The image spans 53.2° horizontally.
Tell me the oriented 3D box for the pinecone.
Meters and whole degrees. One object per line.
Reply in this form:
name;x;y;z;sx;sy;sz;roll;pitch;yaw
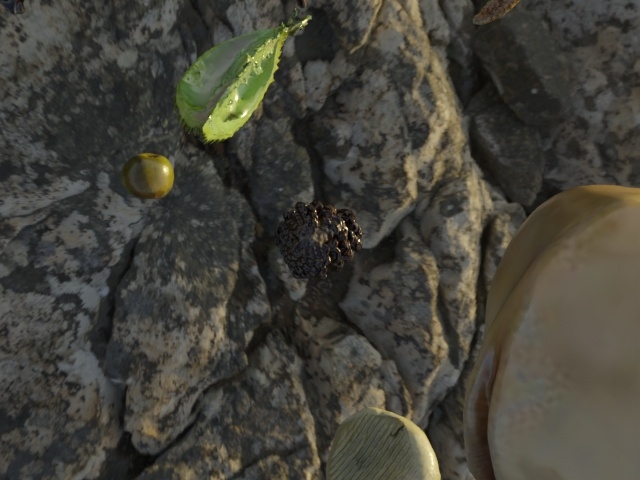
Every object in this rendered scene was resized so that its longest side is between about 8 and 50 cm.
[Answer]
pinecone;0.000;0.000;0.611;0.083;0.077;0.077;-1;94;-55

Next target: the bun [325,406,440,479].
bun;0.116;0.420;1.166;0.116;0.237;0.210;31;86;-38

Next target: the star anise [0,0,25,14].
star anise;-0.452;-0.439;0.931;0.098;0.220;0.214;25;84;5

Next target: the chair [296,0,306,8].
chair;0.007;-0.500;1.076;0.183;0.326;0.176;7;102;11

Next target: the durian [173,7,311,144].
durian;-0.087;-0.177;0.703;0.086;0.100;0.215;47;57;-26

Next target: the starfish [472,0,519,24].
starfish;0.233;-0.322;0.576;0.231;0.295;0.048;19;48;-43

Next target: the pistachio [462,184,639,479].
pistachio;0.195;0.104;0.388;0.229;0.230;0.309;-20;123;-12

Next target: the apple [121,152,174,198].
apple;-0.299;-0.112;1.104;0.089;0.089;0.075;6;108;-14
